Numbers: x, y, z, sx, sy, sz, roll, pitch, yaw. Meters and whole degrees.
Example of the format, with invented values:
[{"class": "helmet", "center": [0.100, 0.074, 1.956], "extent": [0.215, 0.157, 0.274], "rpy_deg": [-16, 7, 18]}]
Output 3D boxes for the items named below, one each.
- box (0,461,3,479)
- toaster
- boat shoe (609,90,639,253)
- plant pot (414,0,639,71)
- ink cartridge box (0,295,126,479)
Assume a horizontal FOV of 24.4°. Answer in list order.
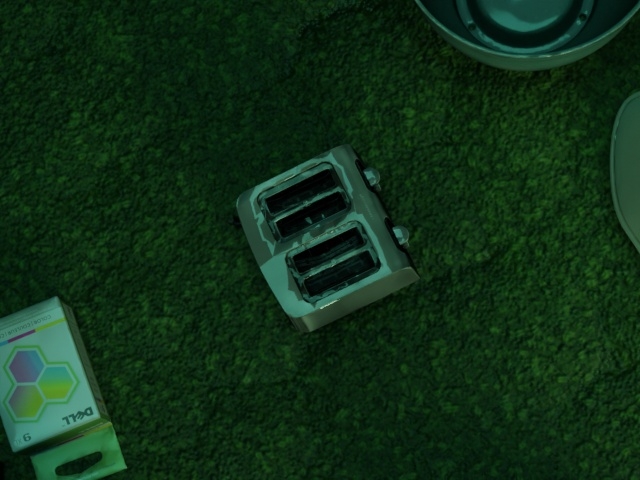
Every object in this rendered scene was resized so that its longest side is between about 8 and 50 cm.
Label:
[{"class": "box", "center": [-0.450, 0.347, 1.632], "extent": [0.167, 0.168, 0.203], "rpy_deg": [-6, 79, 6]}, {"class": "toaster", "center": [0.000, 0.000, 1.683], "extent": [0.185, 0.110, 0.168], "rpy_deg": [-25, 76, 1]}, {"class": "boat shoe", "center": [0.412, -0.005, 1.658], "extent": [0.112, 0.095, 0.335], "rpy_deg": [-27, 69, 37]}, {"class": "plant pot", "center": [0.233, -0.315, 1.677], "extent": [0.293, 0.196, 0.293], "rpy_deg": [-1, 78, 5]}, {"class": "ink cartridge box", "center": [-0.311, 0.181, 1.705], "extent": [0.109, 0.062, 0.209], "rpy_deg": [-22, 77, 1]}]
